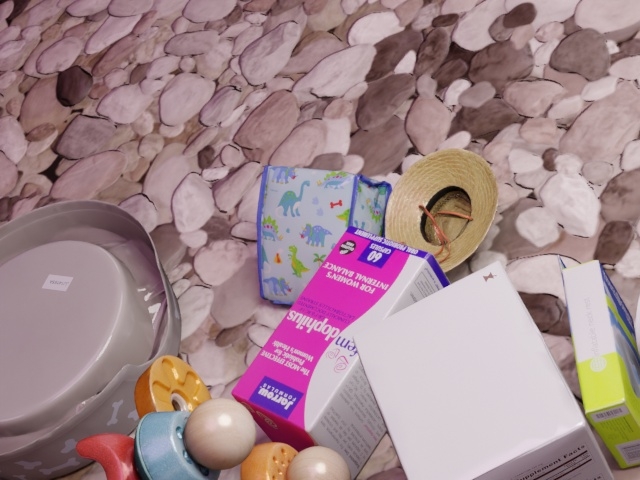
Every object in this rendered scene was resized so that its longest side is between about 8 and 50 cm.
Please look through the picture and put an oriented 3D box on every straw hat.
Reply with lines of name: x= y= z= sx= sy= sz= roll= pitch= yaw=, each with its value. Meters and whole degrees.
straw hat: x=0.139 y=-0.021 z=1.439 sx=0.144 sy=0.061 sz=0.144 roll=-16 pitch=60 yaw=29

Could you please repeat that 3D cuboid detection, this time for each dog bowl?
dog bowl: x=-0.315 y=0.119 z=1.549 sx=0.348 sy=0.102 sz=0.349 roll=-15 pitch=48 yaw=17

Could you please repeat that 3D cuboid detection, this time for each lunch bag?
lunch bag: x=0.000 y=0.000 z=1.480 sx=0.128 sy=0.096 sz=0.151 roll=7 pitch=86 yaw=34

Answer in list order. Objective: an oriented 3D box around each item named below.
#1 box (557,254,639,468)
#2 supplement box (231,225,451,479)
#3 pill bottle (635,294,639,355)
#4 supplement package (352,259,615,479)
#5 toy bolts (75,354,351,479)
box: x=0.262 y=0.104 z=1.229 sx=0.042 sy=0.109 sz=0.178 roll=-19 pitch=46 yaw=20
supplement box: x=0.031 y=0.111 z=1.354 sx=0.111 sy=0.114 sz=0.220 roll=19 pitch=66 yaw=38
pill bottle: x=0.382 y=0.077 z=1.185 sx=0.193 sy=0.108 sz=0.108 roll=3 pitch=55 yaw=32
supplement package: x=0.153 y=0.171 z=1.168 sx=0.149 sy=0.203 sz=0.194 roll=-28 pitch=44 yaw=6
toy bolts: x=-0.093 y=0.175 z=1.206 sx=0.158 sy=0.228 sz=0.218 roll=-29 pitch=67 yaw=23
